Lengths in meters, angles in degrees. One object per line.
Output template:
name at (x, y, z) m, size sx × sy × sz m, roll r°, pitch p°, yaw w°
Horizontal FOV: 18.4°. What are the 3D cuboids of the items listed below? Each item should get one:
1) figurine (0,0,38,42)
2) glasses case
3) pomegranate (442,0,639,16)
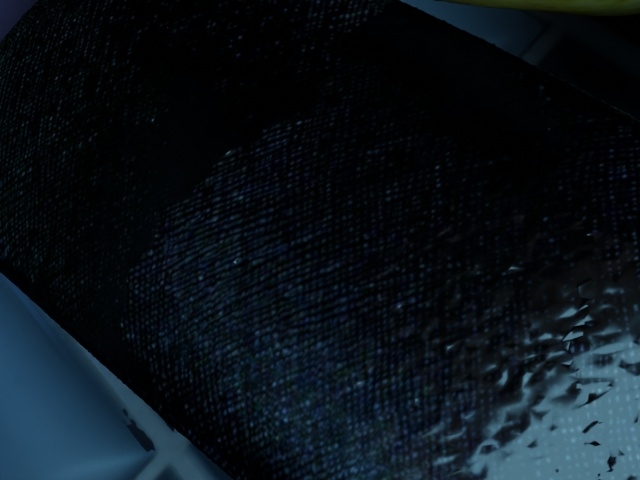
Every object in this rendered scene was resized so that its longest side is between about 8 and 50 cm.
figurine at (-0.166, -0.130, 0.705) m, size 0.173 × 0.173 × 0.173 m, roll -24°, pitch 45°, yaw 26°
glasses case at (0.000, 0.000, 0.510) m, size 0.122 × 0.082 × 0.321 m, roll -52°, pitch 41°, yaw -4°
pomegranate at (0.061, -0.159, 0.480) m, size 0.233 × 0.233 × 0.233 m, roll -24°, pitch 45°, yaw 26°
